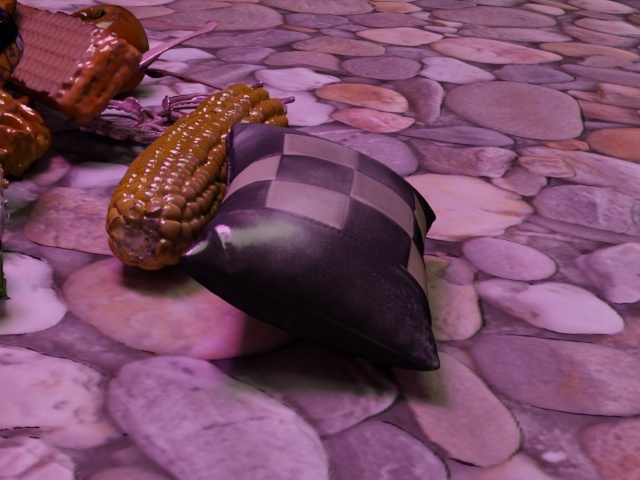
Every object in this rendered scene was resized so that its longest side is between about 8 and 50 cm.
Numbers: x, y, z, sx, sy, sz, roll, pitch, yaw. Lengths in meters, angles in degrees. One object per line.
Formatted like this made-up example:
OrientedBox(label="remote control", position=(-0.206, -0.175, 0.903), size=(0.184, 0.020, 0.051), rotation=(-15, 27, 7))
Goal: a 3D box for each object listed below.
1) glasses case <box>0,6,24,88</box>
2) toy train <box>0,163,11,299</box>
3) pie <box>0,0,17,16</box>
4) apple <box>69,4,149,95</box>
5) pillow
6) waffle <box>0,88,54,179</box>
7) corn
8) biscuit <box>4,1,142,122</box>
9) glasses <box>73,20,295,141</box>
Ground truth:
OrientedBox(label="glasses case", position=(-0.355, -0.083, 0.891), size=(0.122, 0.082, 0.321), rotation=(10, 46, 32))
OrientedBox(label="toy train", position=(-0.262, -0.013, 0.871), size=(0.060, 0.081, 0.202), rotation=(-1, 16, -17))
OrientedBox(label="pie", position=(-0.437, -0.212, 1.222), size=(0.273, 0.069, 0.273), rotation=(-22, 21, 9))
OrientedBox(label="apple", position=(-0.246, -0.211, 1.323), size=(0.099, 0.102, 0.114), rotation=(-4, 28, 12))
OrientedBox(label="pillow", position=(0.000, 0.000, 0.845), size=(0.186, 0.106, 0.250), rotation=(24, 25, -6))
OrientedBox(label="waffle", position=(-0.364, -0.093, 1.064), size=(0.253, 0.056, 0.249), rotation=(-5, 25, -26))
OrientedBox(label="corn", position=(-0.100, -0.054, 0.982), size=(0.101, 0.101, 0.292), rotation=(9, 26, 9))
OrientedBox(label="biscuit", position=(-0.305, -0.197, 1.228), size=(0.054, 0.094, 0.378), rotation=(39, -9, -37))
OrientedBox(label="glasses", position=(-0.146, -0.156, 1.218), size=(0.255, 0.095, 0.162), rotation=(-12, 33, -30))
